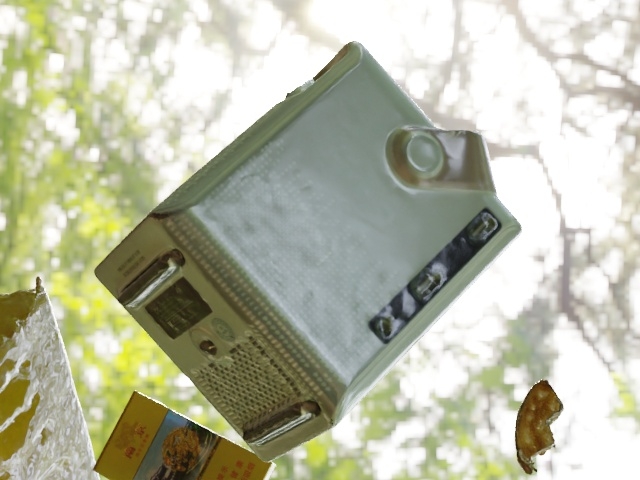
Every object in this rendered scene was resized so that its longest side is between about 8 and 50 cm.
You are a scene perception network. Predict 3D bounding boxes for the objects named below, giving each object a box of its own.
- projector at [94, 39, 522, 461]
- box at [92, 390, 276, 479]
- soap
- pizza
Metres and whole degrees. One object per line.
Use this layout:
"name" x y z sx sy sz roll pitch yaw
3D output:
"projector" 0.000 0.000 1.056 0.177 0.242 0.163 50 -30 -3
"box" -0.128 0.212 1.494 0.087 0.155 0.023 -64 163 -4
"soap" -0.352 0.234 1.505 0.293 0.156 0.335 -53 145 -46
"pizza" 0.169 0.145 1.241 0.037 0.016 0.083 0 -121 26
